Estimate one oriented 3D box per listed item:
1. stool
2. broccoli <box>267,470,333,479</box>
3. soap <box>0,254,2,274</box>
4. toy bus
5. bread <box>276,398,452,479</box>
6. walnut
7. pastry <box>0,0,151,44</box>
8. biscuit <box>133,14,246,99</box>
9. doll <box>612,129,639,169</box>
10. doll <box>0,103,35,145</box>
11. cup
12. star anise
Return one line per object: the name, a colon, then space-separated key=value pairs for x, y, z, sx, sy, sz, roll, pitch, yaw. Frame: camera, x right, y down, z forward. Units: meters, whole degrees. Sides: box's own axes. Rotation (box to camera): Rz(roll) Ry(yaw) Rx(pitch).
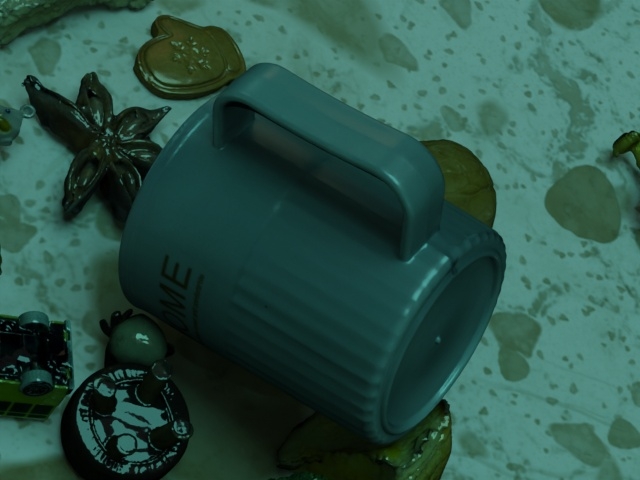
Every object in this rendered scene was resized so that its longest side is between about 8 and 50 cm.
stool: x=-0.189 y=0.159 z=1.736 sx=0.125 sy=0.121 sz=0.217 roll=15 pitch=59 yaw=-14
broccoli: x=-0.014 y=0.344 z=1.604 sx=0.270 sy=0.270 sz=0.270 roll=1 pitch=85 yaw=-10
soap: x=-0.472 y=-0.066 z=1.688 sx=0.281 sy=0.143 sz=0.259 roll=-6 pitch=82 yaw=-20
toy bus: x=-0.340 y=0.122 z=1.697 sx=0.175 sy=0.101 sz=0.088 roll=9 pitch=56 yaw=-26
bread: x=0.048 y=0.212 z=1.803 sx=0.160 sy=0.169 sz=0.140 roll=32 pitch=51 yaw=16
walnut: x=0.112 y=-0.035 z=1.970 sx=0.197 sy=0.165 sz=0.165 roll=-7 pitch=62 yaw=-43
pastry: x=-0.303 y=-0.308 z=2.007 sx=0.258 sy=0.089 sz=0.121 roll=-19 pitch=81 yaw=-30
biscuit: x=-0.162 y=-0.223 z=2.053 sx=0.140 sy=0.023 sz=0.118 roll=-27 pitch=74 yaw=-35
doll: x=0.509 y=0.003 z=2.175 sx=0.160 sy=0.094 sz=0.365 roll=-11 pitch=66 yaw=-39
doll: x=-0.401 y=-0.093 z=1.829 sx=0.227 sy=0.057 sz=0.114 roll=-37 pitch=74 yaw=-29
cup: x=0.010 y=-0.001 z=1.706 sx=0.311 sy=0.331 sz=0.257 roll=31 pitch=25 yaw=22
star anise: x=-0.234 y=-0.099 z=1.919 sx=0.171 sy=0.063 sz=0.208 roll=-4 pitch=58 yaw=-32
